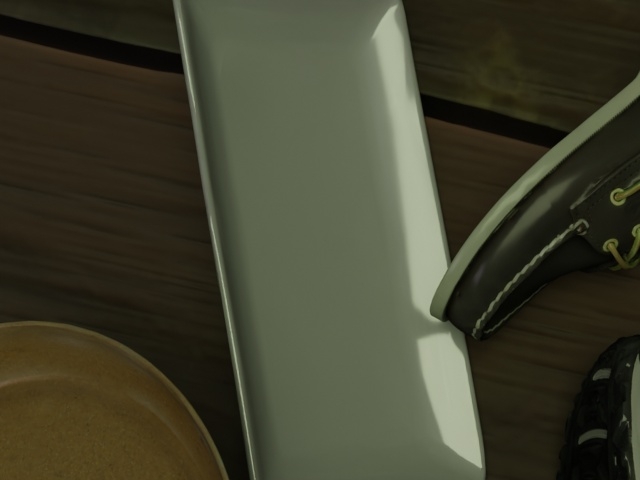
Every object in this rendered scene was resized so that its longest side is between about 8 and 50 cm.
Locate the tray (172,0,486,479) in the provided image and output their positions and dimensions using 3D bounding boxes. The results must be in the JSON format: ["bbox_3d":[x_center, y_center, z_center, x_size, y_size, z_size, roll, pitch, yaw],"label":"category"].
[{"bbox_3d":[0.000,0.000,0.881,0.145,0.030,0.270,-2,77,-37],"label":"tray"}]

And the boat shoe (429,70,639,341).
[{"bbox_3d":[0.151,-0.028,0.874,0.068,0.081,0.228,43,84,14],"label":"boat shoe"}]

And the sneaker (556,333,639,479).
[{"bbox_3d":[0.187,0.177,0.839,0.108,0.100,0.271,-13,83,-12],"label":"sneaker"}]

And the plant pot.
[{"bbox_3d":[-0.130,0.152,0.739,0.236,0.032,0.236,-8,71,24],"label":"plant pot"}]

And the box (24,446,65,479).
[{"bbox_3d":[-0.035,0.216,0.818,0.247,0.142,0.163,21,84,8],"label":"box"}]
